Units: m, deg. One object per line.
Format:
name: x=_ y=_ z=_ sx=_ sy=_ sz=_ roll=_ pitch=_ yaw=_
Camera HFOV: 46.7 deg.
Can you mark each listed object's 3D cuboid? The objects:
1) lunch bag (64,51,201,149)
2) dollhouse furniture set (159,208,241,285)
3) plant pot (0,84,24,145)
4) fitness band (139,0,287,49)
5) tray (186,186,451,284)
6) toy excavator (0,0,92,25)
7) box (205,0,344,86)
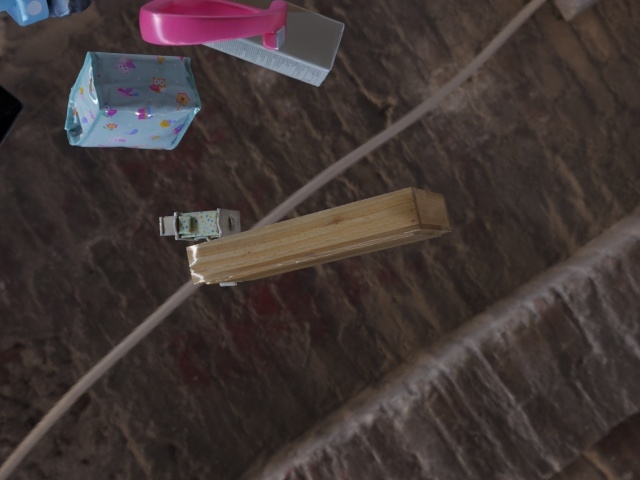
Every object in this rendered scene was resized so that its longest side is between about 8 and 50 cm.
lunch bag: x=-0.401 y=-0.273 z=1.552 sx=0.262 sy=0.223 sz=0.160 roll=-34 pitch=67 yaw=56
dollhouse furniture set: x=-0.271 y=0.021 z=1.577 sx=0.101 sy=0.181 sz=0.161 roll=4 pitch=-98 yaw=-71
plant pot: x=-0.684 y=-0.209 z=1.323 sx=0.187 sy=0.167 sz=0.188 roll=42 pitch=-143 yaw=-31
fitness band: x=-0.156 y=-0.332 z=1.111 sx=0.291 sy=0.208 sz=0.054 roll=-86 pitch=1 yaw=-67
tray: x=0.000 y=0.000 z=1.277 sx=0.203 sy=0.410 sz=0.076 roll=0 pitch=-104 yaw=-67
toy excavator: x=-0.598 y=-0.431 z=1.216 sx=0.433 sy=0.445 sz=0.222 roll=45 pitch=151 yaw=28
box: x=-0.117 y=-0.474 z=1.696 sx=0.311 sy=0.121 sz=0.148 roll=18 pitch=174 yaw=-10
